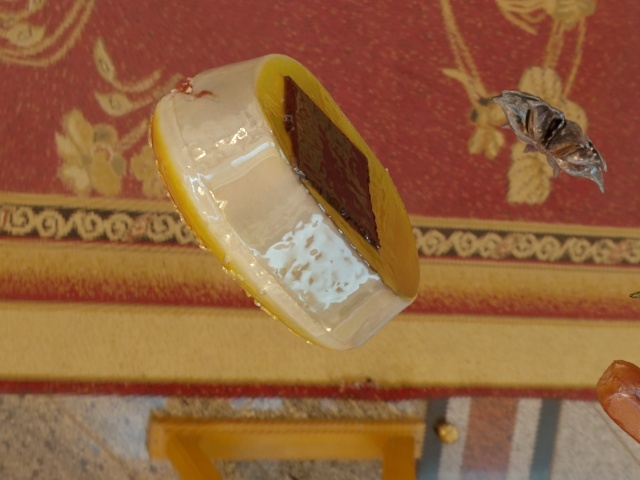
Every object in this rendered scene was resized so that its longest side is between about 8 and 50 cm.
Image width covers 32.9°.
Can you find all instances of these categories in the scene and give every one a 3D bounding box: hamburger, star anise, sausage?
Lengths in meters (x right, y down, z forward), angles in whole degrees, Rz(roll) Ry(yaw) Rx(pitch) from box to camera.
[{"bbox_3d":[-0.031,-0.028,0.978,0.151,0.227,0.295,-25,123,18],"label":"hamburger"},{"bbox_3d":[0.335,-0.150,1.549,0.204,0.180,0.061,38,87,13],"label":"star anise"},{"bbox_3d":[0.521,0.289,1.576,0.300,0.089,0.083,43,123,-3],"label":"sausage"}]

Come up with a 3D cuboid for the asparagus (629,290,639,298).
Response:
[{"bbox_3d":[0.419,0.048,1.217,0.013,0.166,0.016,50,50,-17],"label":"asparagus"}]
